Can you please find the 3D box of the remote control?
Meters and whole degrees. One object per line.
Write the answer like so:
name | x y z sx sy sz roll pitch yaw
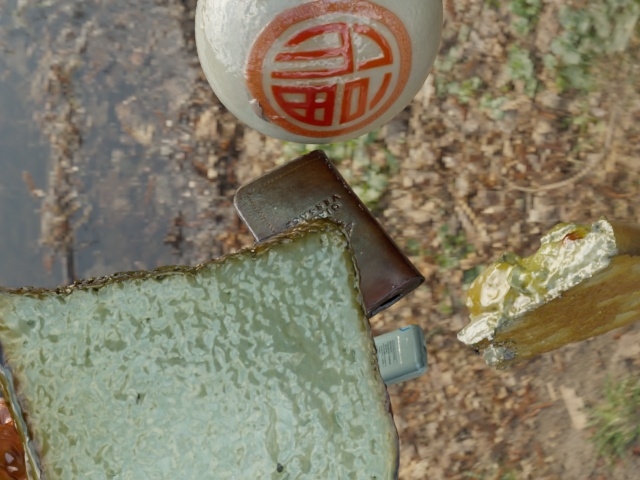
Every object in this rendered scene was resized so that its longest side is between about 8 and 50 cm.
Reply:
remote control | 0.036 0.113 1.062 0.124 0.018 0.053 -22 49 19

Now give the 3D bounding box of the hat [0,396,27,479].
hat | -0.421 0.299 1.173 0.400 0.285 0.285 -3 89 9

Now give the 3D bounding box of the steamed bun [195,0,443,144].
steamed bun | 0.003 -0.221 1.311 0.283 0.283 0.177 -43 35 26

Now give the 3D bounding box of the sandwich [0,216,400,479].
sandwich | -0.092 0.138 0.940 0.099 0.301 0.271 179 79 -68

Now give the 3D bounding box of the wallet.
wallet | 0.000 0.000 1.342 0.137 0.031 0.255 -30 48 -8

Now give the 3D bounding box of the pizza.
pizza | 0.248 0.049 1.228 0.223 0.323 0.089 -24 70 12
